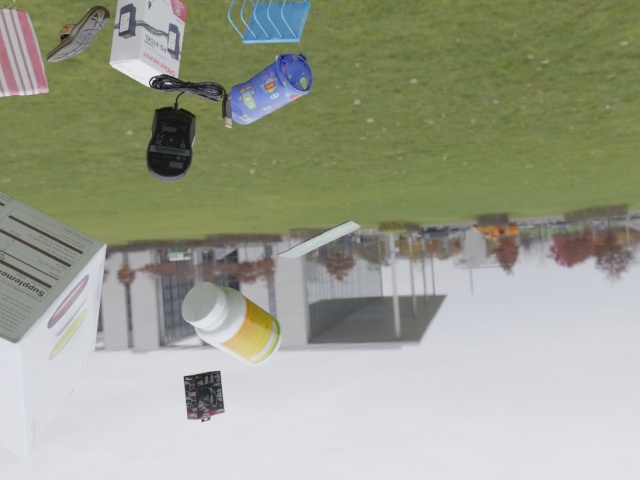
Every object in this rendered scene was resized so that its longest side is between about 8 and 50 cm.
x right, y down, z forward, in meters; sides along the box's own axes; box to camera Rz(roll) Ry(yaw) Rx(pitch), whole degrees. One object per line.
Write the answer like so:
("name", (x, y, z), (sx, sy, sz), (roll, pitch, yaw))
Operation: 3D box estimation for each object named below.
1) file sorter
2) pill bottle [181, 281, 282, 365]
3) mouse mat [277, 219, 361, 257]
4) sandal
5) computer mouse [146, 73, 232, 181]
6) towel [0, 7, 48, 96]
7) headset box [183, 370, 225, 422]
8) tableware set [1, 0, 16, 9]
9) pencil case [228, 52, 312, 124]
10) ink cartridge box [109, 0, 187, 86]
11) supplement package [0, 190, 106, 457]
("file sorter", (-0.134, -0.588, 1.516), (0.170, 0.118, 0.104), (8, 163, 27))
("pill bottle", (-0.209, 0.193, 1.394), (0.137, 0.136, 0.245), (-4, 149, 31))
("mouse mat", (0.000, 0.000, 1.385), (0.190, 0.007, 0.152), (-26, 170, 11))
("sandal", (-0.637, -0.543, 1.538), (0.219, 0.060, 0.090), (-35, 180, 27))
("computer mouse", (-0.290, -0.241, 1.317), (0.184, 0.261, 0.060), (1, 161, -14))
("towel", (-0.559, -0.307, 0.975), (0.029, 0.144, 0.197), (-4, -167, 39))
("headset box", (-0.202, 0.273, 1.031), (0.032, 0.083, 0.062), (-12, 172, 37))
("tableware set", (-0.638, -0.495, 1.222), (0.020, 0.141, 0.168), (19, -161, -30))
("pencil case", (-0.157, -0.446, 1.747), (0.306, 0.133, 0.119), (-15, -154, 46))
("ink cartridge box", (-0.459, -0.555, 1.588), (0.100, 0.237, 0.172), (2, 173, 24))
("supplement package", (-0.372, 0.086, 0.651), (0.204, 0.145, 0.261), (26, 135, 0))
